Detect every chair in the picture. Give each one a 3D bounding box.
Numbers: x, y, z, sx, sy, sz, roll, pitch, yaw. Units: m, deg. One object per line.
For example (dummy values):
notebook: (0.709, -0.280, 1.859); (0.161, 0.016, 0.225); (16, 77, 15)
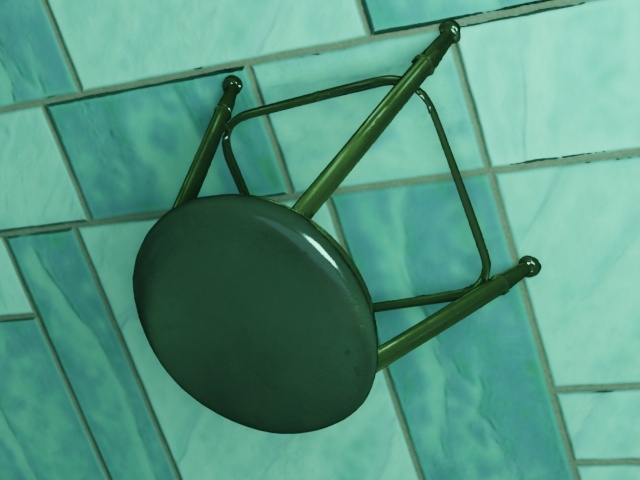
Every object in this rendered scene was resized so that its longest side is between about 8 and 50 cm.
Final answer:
chair: (0.000, 0.000, 1.617); (0.361, 0.410, 0.365); (-9, 112, 30)
